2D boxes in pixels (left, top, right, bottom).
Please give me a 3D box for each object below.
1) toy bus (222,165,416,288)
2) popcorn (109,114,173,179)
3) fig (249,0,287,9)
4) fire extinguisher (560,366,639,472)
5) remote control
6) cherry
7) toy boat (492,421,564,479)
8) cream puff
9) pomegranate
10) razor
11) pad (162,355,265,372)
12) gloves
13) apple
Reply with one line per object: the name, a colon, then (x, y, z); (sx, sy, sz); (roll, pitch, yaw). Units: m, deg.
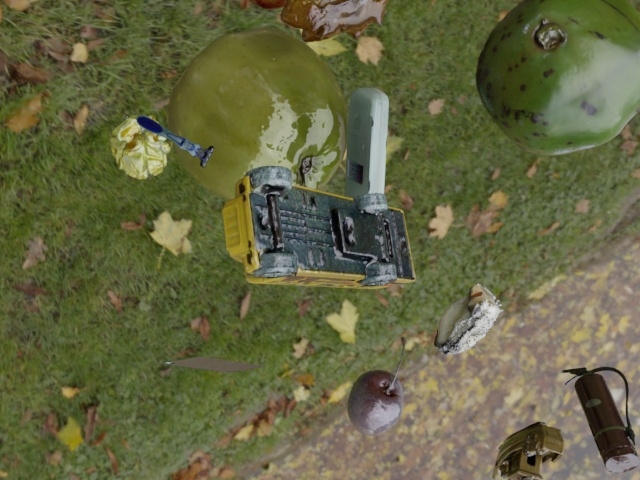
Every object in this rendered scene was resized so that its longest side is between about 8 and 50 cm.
toy bus: (0.000, 0.000, 0.868); (0.335, 0.123, 0.121); (8, 71, -52)
popcorn: (-0.404, -0.207, 1.515); (0.135, 0.162, 0.142); (4, 95, 16)
fig: (-0.110, -0.658, 1.639); (0.205, 0.205, 0.205); (-10, 113, -25)
fire extinguisher: (0.377, 0.222, 0.900); (0.078, 0.157, 0.045); (-30, 126, 21)
remote control: (0.100, -0.185, 1.500); (0.056, 0.140, 0.297); (-4, 107, -22)
cherry: (0.118, 0.311, 1.388); (0.115, 0.188, 0.148); (-3, 123, 18)
toy boat: (0.313, 0.337, 1.040); (0.064, 0.206, 0.072); (17, 58, 3)
cream puff: (0.039, -0.558, 1.495); (0.241, 0.155, 0.269); (-7, 138, -24)
pomegranate: (0.369, -0.244, 1.023); (0.270, 0.254, 0.254); (31, 92, -49)
razor: (-0.273, -0.192, 1.262); (0.154, 0.028, 0.044); (29, 88, -2)
pad: (-0.220, 0.260, 1.425); (0.193, 0.116, 0.004); (22, 60, -48)
gloves: (0.280, 0.163, 1.309); (0.070, 0.114, 0.153); (37, 109, -17)
apple: (-0.148, -0.295, 1.751); (0.473, 0.473, 0.474); (-10, 113, -25)
